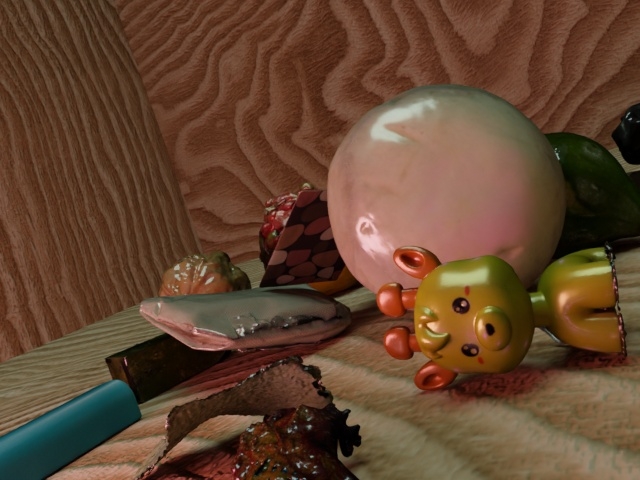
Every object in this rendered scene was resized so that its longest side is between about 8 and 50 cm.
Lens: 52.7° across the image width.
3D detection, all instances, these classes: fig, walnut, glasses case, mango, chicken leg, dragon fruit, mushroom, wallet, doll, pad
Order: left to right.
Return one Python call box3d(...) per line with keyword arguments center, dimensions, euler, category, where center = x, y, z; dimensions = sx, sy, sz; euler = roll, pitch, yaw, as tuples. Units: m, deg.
box3d(center=(-0.378, 0.267, 0.809), dimensions=(0.117, 0.070, 0.301), euler=(-17, 5, 32), category="glasses case")
box3d(center=(-0.249, 0.118, 1.419), dimensions=(0.198, 0.198, 0.245), euler=(-19, -3, 6), category="walnut")
box3d(center=(-0.107, 0.119, 1.040), dimensions=(0.335, 0.068, 0.275), euler=(-2, 6, -28), category="wallet")
box3d(center=(-0.015, 0.168, 0.458), dimensions=(0.105, 0.063, 0.234), euler=(-24, 6, -2), category="chicken leg")
box3d(center=(-0.027, -0.023, 1.750), dimensions=(0.296, 0.263, 0.314), euler=(-20, 4, -28), category="dragon fruit")
box3d(center=(-0.002, 0.071, 1.429), dimensions=(0.227, 0.109, 0.147), euler=(-20, 7, 4), category="mango")
box3d(center=(0.000, 0.000, 1.047), dimensions=(0.158, 0.003, 0.235), euler=(-4, -39, -29), category="pad")
box3d(center=(0.146, -0.029, 0.874), dimensions=(0.356, 0.315, 0.315), euler=(-58, -16, 27), category="mushroom")
box3d(center=(0.161, 0.062, 0.595), dimensions=(0.221, 0.143, 0.135), euler=(-10, 8, 18), category="doll")
box3d(center=(0.386, -0.056, 0.972), dimensions=(0.245, 0.195, 0.195), euler=(22, 24, 24), category="fig")

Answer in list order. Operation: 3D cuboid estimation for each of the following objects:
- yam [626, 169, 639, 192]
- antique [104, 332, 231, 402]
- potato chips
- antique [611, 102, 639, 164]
box3d(center=(0.549, -0.088, 1.207), dimensions=(0.084, 0.084, 0.127), euler=(-21, 2, -24), category="yam")
box3d(center=(-0.241, 0.193, 1.097), dimensions=(0.221, 0.080, 0.081), euler=(-21, 5, -43), category="antique")
box3d(center=(-0.096, 0.176, 0.617), dimensions=(0.228, 0.059, 0.167), euler=(-20, -20, 3), category="potato chips")
box3d(center=(0.647, -0.172, 1.050), dimensions=(0.322, 0.185, 0.255), euler=(-1, 16, 11), category="antique")
